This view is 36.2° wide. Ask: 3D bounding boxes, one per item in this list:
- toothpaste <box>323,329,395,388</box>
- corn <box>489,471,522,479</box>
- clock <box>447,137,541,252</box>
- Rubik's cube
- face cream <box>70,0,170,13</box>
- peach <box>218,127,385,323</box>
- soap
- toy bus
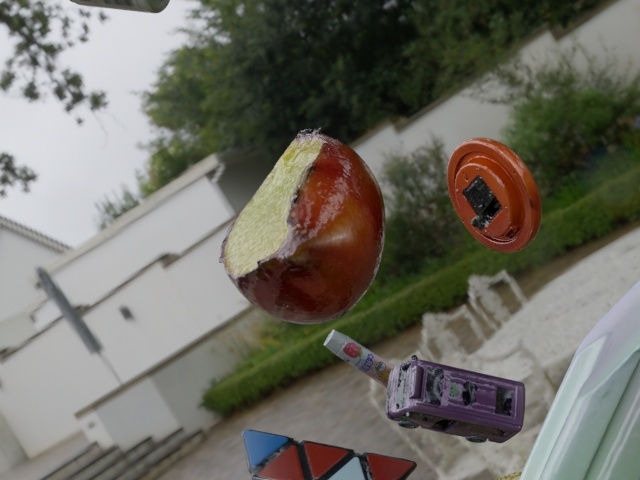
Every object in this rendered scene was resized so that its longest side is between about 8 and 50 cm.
[{"bbox_3d":[0.097,0.242,1.915,0.067,0.194,0.043,-53,7,40],"label":"toothpaste"},{"bbox_3d":[0.317,0.472,1.684,0.130,0.130,0.347,-31,-3,-36],"label":"corn"},{"bbox_3d":[0.286,-0.074,1.641,0.051,0.205,0.205,-25,-4,-28],"label":"clock"},{"bbox_3d":[0.026,0.354,1.461,0.234,0.250,0.284,-28,-23,9],"label":"Rubik's cube"},{"bbox_3d":[-0.371,-0.432,1.598,0.252,0.101,0.101,10,14,18],"label":"face cream"},{"bbox_3d":[0.000,0.000,1.417,0.257,0.201,0.361,-51,16,10],"label":"peach"},{"bbox_3d":[0.364,0.225,1.094,0.115,0.208,0.347,-78,9,-79],"label":"soap"},{"bbox_3d":[0.184,0.217,1.336,0.178,0.087,0.098,13,-23,-9],"label":"toy bus"}]
